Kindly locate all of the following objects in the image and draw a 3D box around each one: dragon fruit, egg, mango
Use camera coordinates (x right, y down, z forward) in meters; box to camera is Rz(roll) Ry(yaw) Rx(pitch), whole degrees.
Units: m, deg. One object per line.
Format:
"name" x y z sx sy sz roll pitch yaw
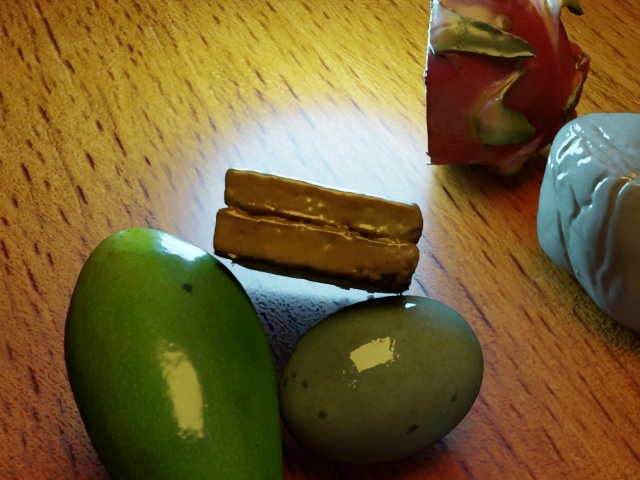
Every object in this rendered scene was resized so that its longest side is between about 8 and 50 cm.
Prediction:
"dragon fruit" 0.271 -0.241 1.604 0.226 0.305 0.305 7 37 10
"egg" 0.064 0.145 1.173 0.236 0.169 0.169 -12 40 -29
"mango" -0.136 0.152 1.111 0.201 0.225 0.382 -23 52 -7

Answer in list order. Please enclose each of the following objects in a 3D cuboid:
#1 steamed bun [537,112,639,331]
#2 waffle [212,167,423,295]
"steamed bun" 0.457 -0.007 1.354 0.383 0.247 0.236 11 35 7
"waffle" 0.000 0.000 1.261 0.224 0.098 0.327 12 -3 2
